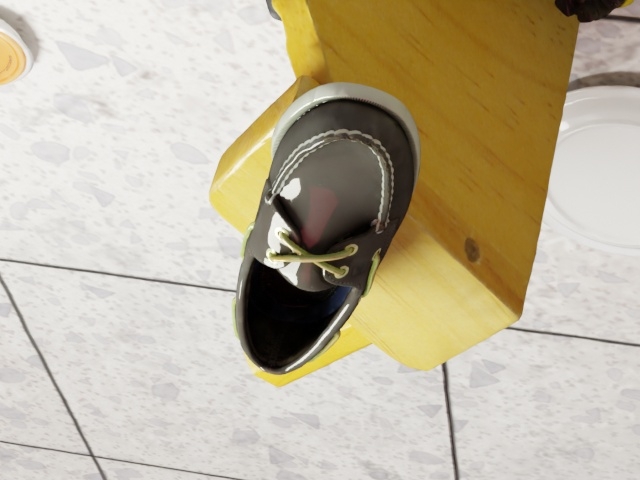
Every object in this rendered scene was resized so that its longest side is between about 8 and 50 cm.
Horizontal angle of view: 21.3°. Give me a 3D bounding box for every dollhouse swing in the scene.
[{"bbox_3d":[-0.004,-0.111,1.150,0.305,0.347,0.315,-13,140,39],"label":"dollhouse swing"}]

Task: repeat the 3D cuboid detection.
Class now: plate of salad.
[{"bbox_3d":[0.257,-0.061,1.414,0.199,0.048,0.200,12,139,10],"label":"plate of salad"}]

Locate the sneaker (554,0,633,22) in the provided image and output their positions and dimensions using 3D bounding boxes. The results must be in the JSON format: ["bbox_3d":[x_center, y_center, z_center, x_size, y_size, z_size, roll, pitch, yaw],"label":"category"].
[{"bbox_3d":[0.236,-0.288,1.002,0.134,0.146,0.343,53,145,23],"label":"sneaker"}]

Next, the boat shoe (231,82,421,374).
[{"bbox_3d":[0.000,0.000,0.919,0.081,0.069,0.228,16,149,-2],"label":"boat shoe"}]

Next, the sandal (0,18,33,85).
[{"bbox_3d":[-0.377,-0.146,1.514,0.265,0.076,0.102,-1,146,24],"label":"sandal"}]

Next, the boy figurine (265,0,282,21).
[{"bbox_3d":[-0.152,-0.215,1.252,0.285,0.092,0.177,5,-175,4],"label":"boy figurine"}]
